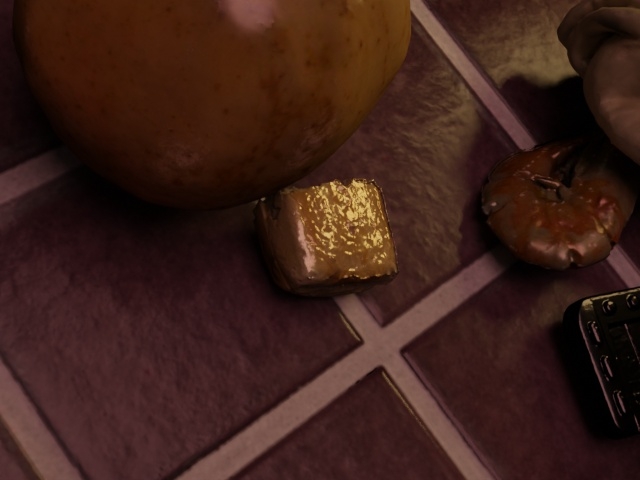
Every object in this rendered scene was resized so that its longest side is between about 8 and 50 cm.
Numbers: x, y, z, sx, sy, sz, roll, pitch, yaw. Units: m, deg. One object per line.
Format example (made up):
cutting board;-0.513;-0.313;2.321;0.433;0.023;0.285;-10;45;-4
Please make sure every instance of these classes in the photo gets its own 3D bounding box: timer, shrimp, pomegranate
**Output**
timer;0.339;0.120;0.976;0.188;0.055;0.144;-7;72;-29
shrimp;0.279;-0.071;1.030;0.154;0.062;0.294;30;47;19
pomegranate;-0.092;-0.202;0.783;0.343;0.342;0.342;9;64;-18

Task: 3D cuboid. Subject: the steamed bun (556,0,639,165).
steamed bun;0.424;-0.188;1.009;0.280;0.207;0.267;14;41;-30

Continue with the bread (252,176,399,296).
bread;0.002;0.000;0.879;0.125;0.082;0.106;-3;78;-34
